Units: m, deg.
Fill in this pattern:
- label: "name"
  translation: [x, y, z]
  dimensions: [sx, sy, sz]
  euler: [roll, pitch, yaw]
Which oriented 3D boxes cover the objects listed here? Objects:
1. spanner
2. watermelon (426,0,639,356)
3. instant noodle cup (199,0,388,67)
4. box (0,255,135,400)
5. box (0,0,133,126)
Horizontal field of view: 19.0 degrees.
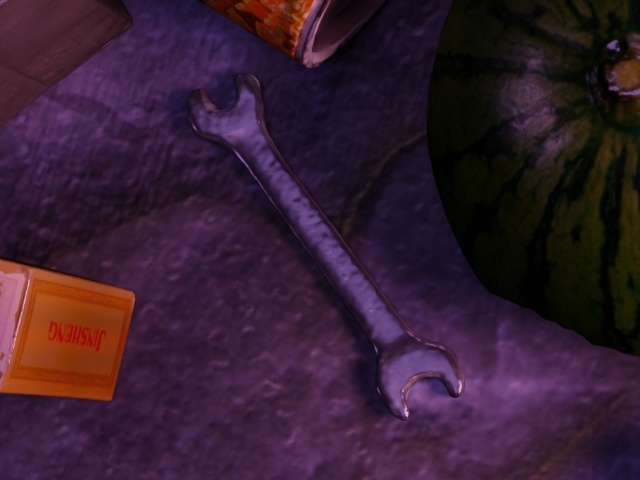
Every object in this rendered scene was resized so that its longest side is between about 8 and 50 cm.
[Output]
- label: "spanner"
  translation: [0.000, 0.000, 1.157]
  dimensions: [0.054, 0.015, 0.254]
  euler: [-38, 76, 8]
- label: "watermelon"
  translation: [0.211, -0.085, 1.030]
  dimensions: [0.330, 0.189, 0.331]
  euler: [0, 88, 11]
- label: "instant noodle cup"
  translation: [-0.023, -0.215, 1.101]
  dimensions: [0.174, 0.213, 0.213]
  euler: [38, 94, 7]
- label: "box"
  translation: [-0.269, 0.028, 1.144]
  dimensions: [0.274, 0.174, 0.076]
  euler: [13, 86, 15]
- label: "box"
  translation: [-0.251, -0.196, 1.178]
  dimensions: [0.155, 0.149, 0.231]
  euler: [-37, 76, 8]
